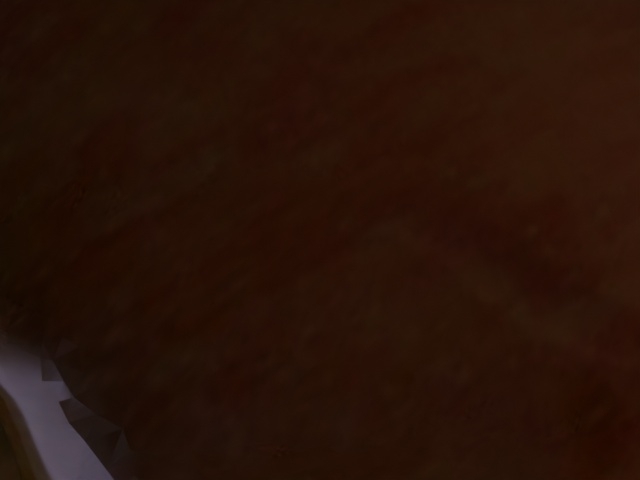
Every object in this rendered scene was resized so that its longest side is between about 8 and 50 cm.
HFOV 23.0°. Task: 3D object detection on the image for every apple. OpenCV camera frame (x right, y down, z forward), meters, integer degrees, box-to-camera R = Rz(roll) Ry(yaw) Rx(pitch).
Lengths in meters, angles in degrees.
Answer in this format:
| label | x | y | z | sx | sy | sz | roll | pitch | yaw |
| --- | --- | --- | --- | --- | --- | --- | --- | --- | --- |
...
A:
| label | x | y | z | sx | sy | sz | roll | pitch | yaw |
| --- | --- | --- | --- | --- | --- | --- | --- | --- | --- |
| apple | 0.000 | 0.000 | 0.639 | 0.391 | 0.346 | 0.391 | 51 | 162 | 24 |
